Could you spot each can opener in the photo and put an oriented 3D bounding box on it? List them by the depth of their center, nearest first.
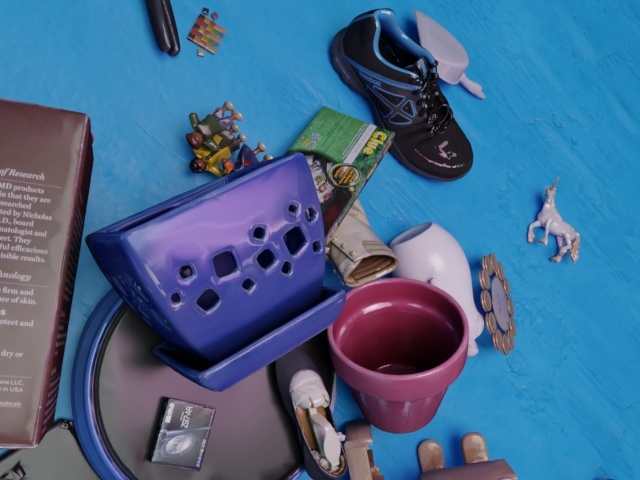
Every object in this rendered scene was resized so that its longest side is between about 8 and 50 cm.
[{"bbox_3d":[-0.255,-0.376,0.925,0.059,0.073,0.186,-31,101,-63],"label":"can opener"}]

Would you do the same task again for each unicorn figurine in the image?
[{"bbox_3d":[0.463,-0.031,1.191,0.162,0.060,0.111,42,68,-31],"label":"unicorn figurine"}]

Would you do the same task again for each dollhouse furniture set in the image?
[{"bbox_3d":[0.169,0.353,0.924,0.242,0.212,0.160,-11,89,2],"label":"dollhouse furniture set"}]

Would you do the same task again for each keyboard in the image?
[{"bbox_3d":[-0.341,0.418,0.785,0.202,0.033,0.317,-32,95,-31],"label":"keyboard"}]

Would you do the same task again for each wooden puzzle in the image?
[{"bbox_3d":[-0.183,-0.334,0.970,0.049,0.006,0.083,28,73,-18],"label":"wooden puzzle"}]

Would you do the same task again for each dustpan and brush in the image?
[{"bbox_3d":[0.247,-0.330,1.125,0.211,0.060,0.147,21,46,-24],"label":"dustpan and brush"}]

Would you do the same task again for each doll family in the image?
[{"bbox_3d":[-0.141,-0.112,0.923,0.193,0.076,0.111,51,62,-13],"label":"doll family"}]

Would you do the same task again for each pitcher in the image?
[{"bbox_3d":[0.200,0.082,0.993,0.126,0.178,0.207,-28,98,8],"label":"pitcher"}]

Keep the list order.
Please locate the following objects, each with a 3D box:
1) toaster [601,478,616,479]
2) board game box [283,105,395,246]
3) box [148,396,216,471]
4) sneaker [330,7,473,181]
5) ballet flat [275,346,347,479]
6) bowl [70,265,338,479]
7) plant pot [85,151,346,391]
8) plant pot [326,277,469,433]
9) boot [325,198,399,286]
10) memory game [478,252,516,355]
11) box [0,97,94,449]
[{"bbox_3d":[0.522,0.557,1.094,0.227,0.129,0.146,-22,94,-26],"label":"toaster"},{"bbox_3d":[0.005,-0.109,0.942,0.136,0.030,0.259,23,54,15],"label":"board game box"},{"bbox_3d":[-0.180,0.254,0.786,0.067,0.018,0.083,20,74,-23],"label":"box"},{"bbox_3d":[0.158,-0.241,1.034,0.341,0.140,0.125,46,68,-12],"label":"sneaker"},{"bbox_3d":[-0.007,0.244,0.845,0.074,0.074,0.203,-15,89,-25],"label":"ballet flat"},{"bbox_3d":[-0.149,0.199,0.864,0.391,0.077,0.390,5,79,-26],"label":"bowl"},{"bbox_3d":[-0.121,0.040,0.737,0.236,0.236,0.212,-28,102,-27],"label":"plant pot"},{"bbox_3d":[0.116,0.187,0.905,0.201,0.201,0.180,-27,133,-24],"label":"plant pot"},{"bbox_3d":[0.000,0.000,0.923,0.213,0.077,0.165,-6,43,-27],"label":"boot"},{"bbox_3d":[0.318,0.113,1.074,0.186,0.012,0.186,29,54,-51],"label":"memory game"},{"bbox_3d":[-0.373,0.040,0.730,0.143,0.191,0.381,10,79,-18],"label":"box"}]
